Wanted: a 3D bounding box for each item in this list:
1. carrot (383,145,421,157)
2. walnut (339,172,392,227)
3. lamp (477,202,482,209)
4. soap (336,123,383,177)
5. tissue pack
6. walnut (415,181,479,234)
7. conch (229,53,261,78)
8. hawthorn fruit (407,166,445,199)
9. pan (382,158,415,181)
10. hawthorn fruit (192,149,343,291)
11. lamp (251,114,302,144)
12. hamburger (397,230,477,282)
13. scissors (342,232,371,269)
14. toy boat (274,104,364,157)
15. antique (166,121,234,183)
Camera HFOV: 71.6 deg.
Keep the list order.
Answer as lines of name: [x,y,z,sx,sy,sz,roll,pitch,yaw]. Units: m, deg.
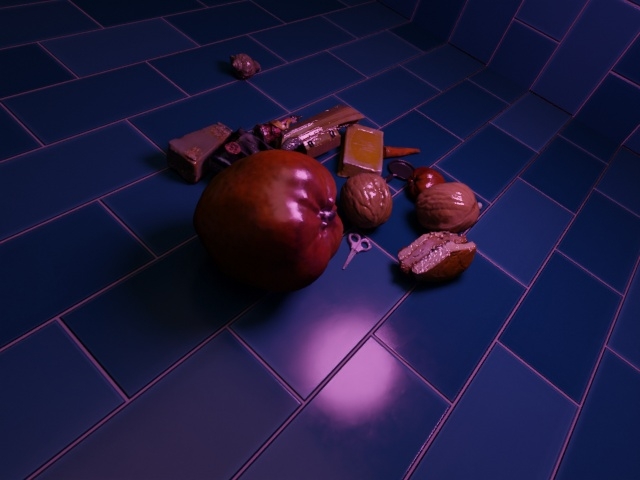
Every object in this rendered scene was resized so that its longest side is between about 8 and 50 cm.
carrot: [0.393,-0.432,2.144,0.224,0.057,0.057,-9,54,-28]
walnut: [0.179,-0.150,1.733,0.228,0.228,0.228,9,49,-10]
lamp: [0.665,-0.163,1.987,0.163,0.091,0.091,9,47,-33]
soap: [0.188,-0.400,2.025,0.199,0.091,0.314,14,48,-5]
tissue pack: [-0.241,-0.289,1.746,0.332,0.123,0.245,32,50,-2]
walnut: [0.503,-0.127,1.785,0.225,0.224,0.261,-32,24,-36]
conch: [-0.379,-0.887,2.230,0.155,0.130,0.207,48,38,7]
hawthorn fruit: [0.489,-0.239,1.953,0.204,0.162,0.162,9,48,-25]
pan: [0.347,-0.307,2.034,0.136,0.028,0.235,41,48,18]
hawthorn fruit: [-0.159,-0.061,1.405,0.472,0.471,0.471,9,49,-10]
lamp: [-0.180,-0.485,1.968,0.253,0.118,0.118,-25,62,-37]
hamburger: [0.442,0.065,1.663,0.282,0.245,0.155,-46,41,0]
scissors: [0.123,0.045,1.673,0.100,0.015,0.189,30,49,5]
toy boat: [-0.001,-0.462,1.929,0.446,0.136,0.162,-31,94,-22]
antique: [-0.456,-0.361,1.759,0.150,0.125,0.284,34,49,11]
